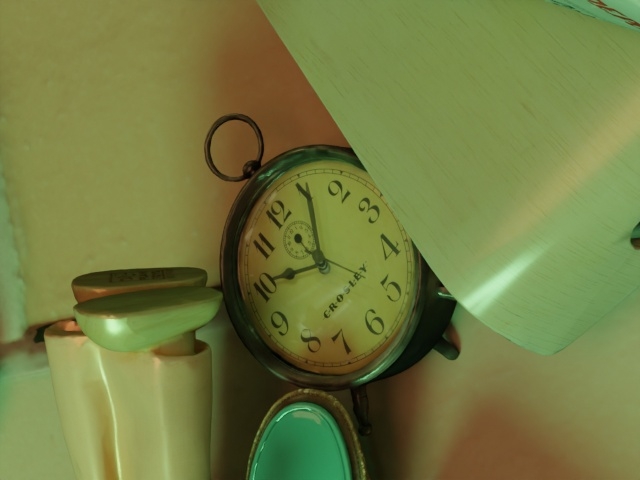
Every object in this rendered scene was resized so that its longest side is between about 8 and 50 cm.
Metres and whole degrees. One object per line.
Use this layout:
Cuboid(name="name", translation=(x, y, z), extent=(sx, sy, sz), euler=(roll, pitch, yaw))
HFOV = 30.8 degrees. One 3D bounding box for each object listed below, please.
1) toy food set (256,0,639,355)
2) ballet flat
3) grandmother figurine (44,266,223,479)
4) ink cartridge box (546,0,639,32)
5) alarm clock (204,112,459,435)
Cuboid(name="toy food set", translation=(0.099, -0.131, 0.567), extent=(0.220, 0.092, 0.306), euler=(-45, 60, 25))
Cuboid(name="ballet flat", translation=(-0.002, 0.173, 0.638), extent=(0.073, 0.067, 0.206), euler=(9, 103, 22))
Cuboid(name="grandmother figurine", translation=(-0.090, 0.191, 0.646), extent=(0.104, 0.208, 0.342), euler=(-3, 99, -4))
Cuboid(name="ink cartridge box", translation=(0.031, -0.176, 0.437), extent=(0.278, 0.201, 0.117), euler=(29, 103, 36))
Cuboid(name="alarm clock", translation=(0.000, 0.000, 0.638), extent=(0.192, 0.064, 0.129), euler=(48, 115, 19))
